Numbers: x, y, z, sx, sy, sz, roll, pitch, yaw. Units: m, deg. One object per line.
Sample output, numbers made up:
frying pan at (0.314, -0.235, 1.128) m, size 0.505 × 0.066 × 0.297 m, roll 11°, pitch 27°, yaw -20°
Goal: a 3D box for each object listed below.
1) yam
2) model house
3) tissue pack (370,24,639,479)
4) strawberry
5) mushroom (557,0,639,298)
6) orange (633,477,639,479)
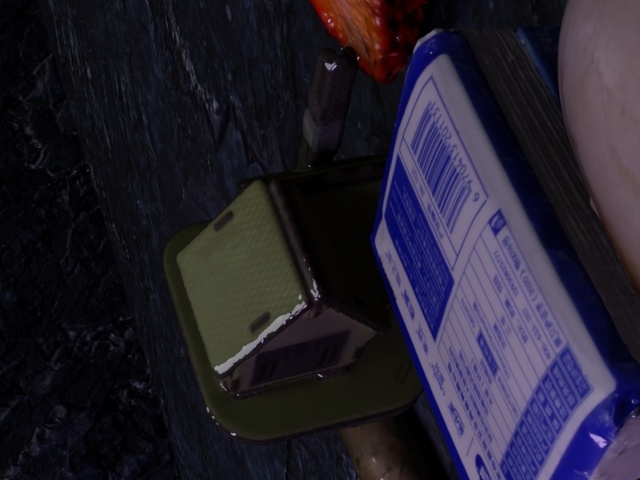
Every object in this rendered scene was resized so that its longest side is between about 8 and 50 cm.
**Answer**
yam at (0.038, 0.148, 1.231) m, size 0.071 × 0.067 × 0.317 m, roll -53°, pitch 43°, yaw 28°
model house at (0.000, 0.000, 1.028) m, size 0.279 × 0.204 × 0.218 m, roll 109°, pitch 144°, yaw -57°
tissue pack at (0.135, 0.036, 0.741) m, size 0.209 × 0.137 × 0.270 m, roll 97°, pitch 158°, yaw -48°
strawberry at (0.034, -0.228, 0.952) m, size 0.190 × 0.111 × 0.236 m, roll 45°, pitch 168°, yaw 43°
mushroom at (0.185, -0.036, 0.478) m, size 0.226 × 0.178 × 0.227 m, roll -18°, pitch -90°, yaw -76°
orange at (0.231, 0.223, 0.417) m, size 0.271 × 0.210 × 0.369 m, roll 98°, pitch 155°, yaw -45°
